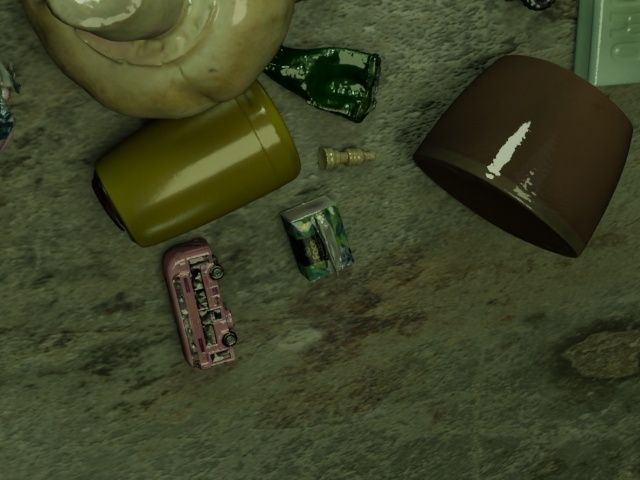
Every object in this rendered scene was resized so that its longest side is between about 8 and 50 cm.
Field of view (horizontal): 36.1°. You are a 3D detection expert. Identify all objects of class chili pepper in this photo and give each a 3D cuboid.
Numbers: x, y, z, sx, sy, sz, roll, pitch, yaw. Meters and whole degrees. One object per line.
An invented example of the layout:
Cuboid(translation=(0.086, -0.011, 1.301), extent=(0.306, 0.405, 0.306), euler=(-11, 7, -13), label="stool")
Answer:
Cuboid(translation=(0.003, -0.250, 1.471), extent=(0.216, 0.062, 0.108), euler=(16, 96, -25), label="chili pepper")

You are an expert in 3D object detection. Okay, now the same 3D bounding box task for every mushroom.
Cuboid(translation=(-0.198, -0.330, 1.211), extent=(0.325, 0.353, 0.353), euler=(-24, 115, -16), label="mushroom")

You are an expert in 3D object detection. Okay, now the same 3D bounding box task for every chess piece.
Cuboid(translation=(0.045, -0.131, 1.545), extent=(0.092, 0.035, 0.035), euler=(-6, 110, -23), label="chess piece")

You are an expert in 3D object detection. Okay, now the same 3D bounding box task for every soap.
Cuboid(translation=(0.485, -0.358, 1.618), extent=(0.119, 0.066, 0.198), euler=(-7, 111, -17), label="soap")

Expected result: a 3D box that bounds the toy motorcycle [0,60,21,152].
Cuboid(translation=(-0.432, -0.194, 1.242), extent=(0.108, 0.204, 0.239), euler=(-27, 122, -29), label="toy motorcycle")

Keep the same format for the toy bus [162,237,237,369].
Cuboid(translation=(-0.185, 0.100, 1.520), extent=(0.090, 0.063, 0.203), euler=(-16, 111, -12), label="toy bus")

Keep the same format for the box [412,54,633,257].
Cuboid(translation=(0.321, -0.137, 1.510), extent=(0.301, 0.301, 0.216), euler=(34, 89, -28), label="box")

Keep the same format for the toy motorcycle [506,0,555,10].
Cuboid(translation=(0.308, -0.457, 1.505), extent=(0.118, 0.084, 0.213), euler=(-11, 104, -16), label="toy motorcycle")

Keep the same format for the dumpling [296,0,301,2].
Cuboid(translation=(-0.040, -0.413, 1.335), extent=(0.142, 0.172, 0.247), euler=(9, 107, -9), label="dumpling")

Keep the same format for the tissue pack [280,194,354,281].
Cuboid(translation=(0.000, -0.001, 1.546), extent=(0.085, 0.079, 0.111), euler=(-23, 115, -13), label="tissue pack")

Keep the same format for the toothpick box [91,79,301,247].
Cuboid(translation=(-0.180, -0.106, 1.388), extent=(0.271, 0.175, 0.175), euler=(-29, 116, -6), label="toothpick box")
